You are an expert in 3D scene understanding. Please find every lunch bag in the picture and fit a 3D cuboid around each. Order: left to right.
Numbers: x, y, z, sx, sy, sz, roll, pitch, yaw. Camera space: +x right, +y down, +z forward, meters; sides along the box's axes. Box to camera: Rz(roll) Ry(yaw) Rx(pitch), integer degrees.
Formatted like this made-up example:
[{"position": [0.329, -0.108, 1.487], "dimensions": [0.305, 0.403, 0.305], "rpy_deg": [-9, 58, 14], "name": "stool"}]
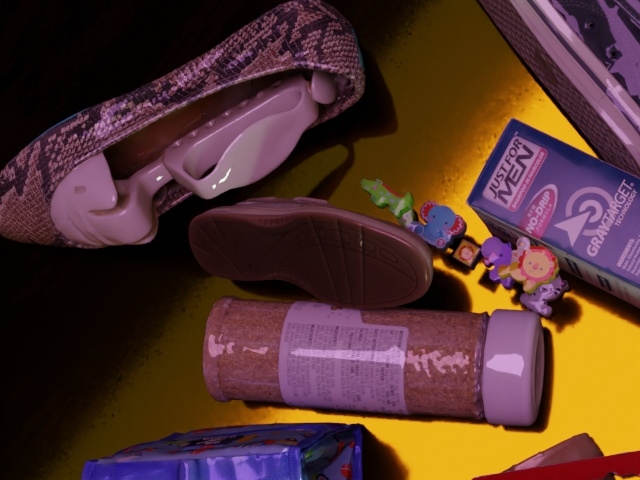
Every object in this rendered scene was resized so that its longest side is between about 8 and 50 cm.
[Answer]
[{"position": [-0.094, 0.249, 1.454], "dimensions": [0.220, 0.293, 0.138], "rpy_deg": [-5, 78, 14], "name": "lunch bag"}]

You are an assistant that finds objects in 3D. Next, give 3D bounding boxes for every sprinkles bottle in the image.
[{"position": [0.056, 0.126, 1.528], "dimensions": [0.355, 0.121, 0.121], "rpy_deg": [2, 80, 15], "name": "sprinkles bottle"}]

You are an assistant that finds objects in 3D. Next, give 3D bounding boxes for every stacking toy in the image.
[{"position": [0.157, 0.000, 1.502], "dimensions": [0.221, 0.167, 0.052], "rpy_deg": [30, 87, 19], "name": "stacking toy"}]

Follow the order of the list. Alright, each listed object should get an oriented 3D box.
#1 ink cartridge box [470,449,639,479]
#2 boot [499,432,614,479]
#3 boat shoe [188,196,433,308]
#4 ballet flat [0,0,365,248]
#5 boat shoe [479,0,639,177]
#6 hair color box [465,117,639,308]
[{"position": [0.319, 0.321, 1.355], "dimensions": [0.309, 0.130, 0.272], "rpy_deg": [-8, 69, -9], "name": "ink cartridge box"}, {"position": [0.231, 0.367, 1.457], "dimensions": [0.236, 0.089, 0.270], "rpy_deg": [-25, 74, -4], "name": "boot"}, {"position": [0.000, 0.000, 1.547], "dimensions": [0.302, 0.098, 0.109], "rpy_deg": [6, 116, 35], "name": "boat shoe"}, {"position": [-0.164, -0.099, 1.598], "dimensions": [0.482, 0.164, 0.182], "rpy_deg": [-29, 45, 6], "name": "ballet flat"}, {"position": [0.263, -0.280, 1.529], "dimensions": [0.156, 0.187, 0.500], "rpy_deg": [-36, 77, 0], "name": "boat shoe"}, {"position": [0.332, 0.009, 1.450], "dimensions": [0.347, 0.174, 0.105], "rpy_deg": [27, 87, 18], "name": "hair color box"}]
